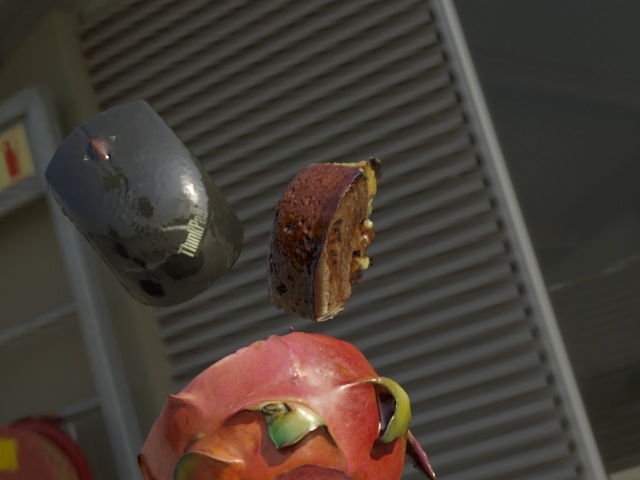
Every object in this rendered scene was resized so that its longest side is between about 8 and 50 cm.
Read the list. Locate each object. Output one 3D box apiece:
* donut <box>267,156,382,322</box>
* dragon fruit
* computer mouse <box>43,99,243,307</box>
[{"bbox_3d":[-0.002,-0.009,1.816,0.126,0.187,0.144,9,22,33],"label":"donut"},{"bbox_3d":[-0.030,0.240,1.430,0.290,0.189,0.291,-15,-49,-19],"label":"dragon fruit"},{"bbox_3d":[-0.219,-0.050,1.731,0.170,0.269,0.100,-37,-24,-10],"label":"computer mouse"}]
